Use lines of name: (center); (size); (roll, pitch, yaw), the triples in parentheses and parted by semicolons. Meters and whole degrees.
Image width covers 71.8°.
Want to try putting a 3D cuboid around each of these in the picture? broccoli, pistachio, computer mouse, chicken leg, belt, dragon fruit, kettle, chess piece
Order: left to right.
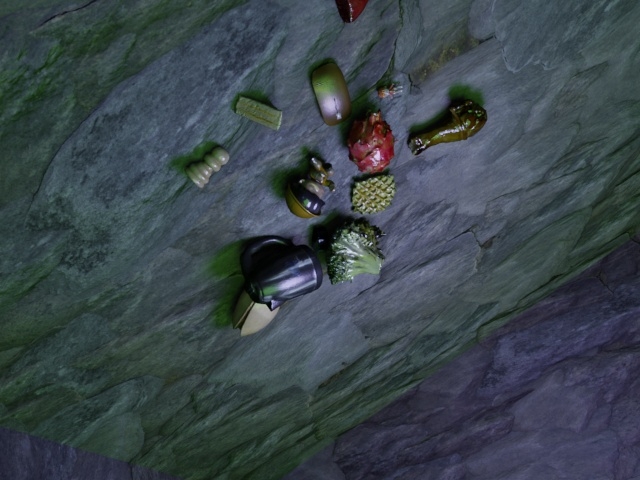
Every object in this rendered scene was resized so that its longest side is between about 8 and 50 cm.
chess piece: (-0.423, -0.287, 1.687); (0.170, 0.094, 0.094); (-40, 131, -1)
pistachio: (-0.312, 0.328, 2.119); (0.318, 0.193, 0.214); (-56, 170, 14)
kettle: (-0.200, 0.132, 1.964); (0.324, 0.320, 0.228); (-21, 170, -34)
belt: (0.000, 0.000, 2.068); (0.058, 0.105, 0.140); (-7, 137, -19)
computer mouse: (0.046, -0.552, 1.698); (0.126, 0.056, 0.245); (-24, 132, -4)
broccoli: (0.157, 0.061, 2.085); (0.272, 0.324, 0.334); (20, 97, -5)
dragon fruit: (0.132, -0.820, 1.487); (0.161, 0.120, 0.127); (-38, 136, 2)
dragon fruit: (0.201, -0.402, 1.789); (0.205, 0.210, 0.268); (-47, 147, -39)
chicken leg: (0.562, -0.495, 1.904); (0.361, 0.140, 0.211); (-21, 139, -12)

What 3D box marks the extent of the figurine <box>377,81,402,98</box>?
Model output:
figurine: (0.278, -0.597, 1.767); (0.109, 0.047, 0.064); (-19, 124, -21)

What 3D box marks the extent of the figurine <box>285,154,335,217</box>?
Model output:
figurine: (-0.040, -0.215, 1.852); (0.192, 0.167, 0.256); (33, 86, -24)

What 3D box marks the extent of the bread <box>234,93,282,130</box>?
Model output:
bread: (-0.228, -0.466, 1.613); (0.152, 0.105, 0.077); (8, 115, -29)

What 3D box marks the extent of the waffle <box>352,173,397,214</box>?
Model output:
waffle: (0.248, -0.211, 2.044); (0.223, 0.054, 0.204); (-14, 130, -10)
